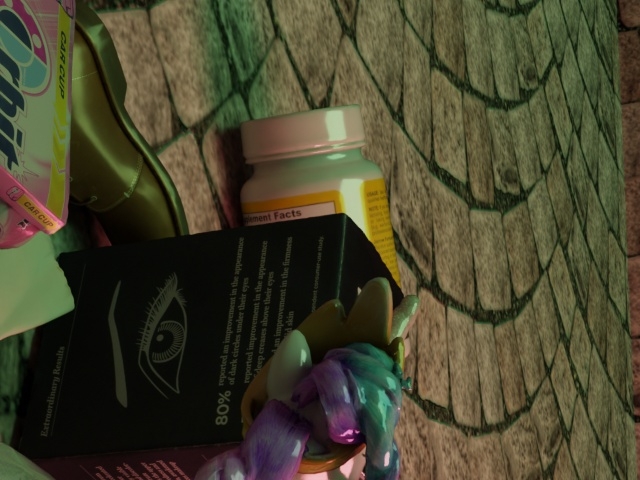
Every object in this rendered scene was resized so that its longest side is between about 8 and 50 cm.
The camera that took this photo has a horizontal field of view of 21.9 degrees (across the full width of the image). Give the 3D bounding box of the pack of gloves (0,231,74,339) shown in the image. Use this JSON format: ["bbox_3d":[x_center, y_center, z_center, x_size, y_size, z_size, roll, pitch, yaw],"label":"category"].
[{"bbox_3d":[-0.235,-0.022,0.891,0.195,0.046,0.232,68,20,-3],"label":"pack of gloves"}]

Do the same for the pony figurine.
[{"bbox_3d":[-0.082,0.213,0.827,0.351,0.302,0.364,-32,145,-38],"label":"pony figurine"}]

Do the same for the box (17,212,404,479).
[{"bbox_3d":[-0.065,0.084,1.024,0.108,0.207,0.153,54,36,-50],"label":"box"}]

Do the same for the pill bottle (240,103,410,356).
[{"bbox_3d":[0.000,0.000,1.332,0.119,0.119,0.209,-15,97,-68],"label":"pill bottle"}]

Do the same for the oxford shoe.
[{"bbox_3d":[-0.150,-0.045,1.068,0.076,0.076,0.212,-43,121,-37],"label":"oxford shoe"}]

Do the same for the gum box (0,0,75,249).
[{"bbox_3d":[-0.191,-0.092,0.909,0.107,0.062,0.188,46,31,-47],"label":"gum box"}]
